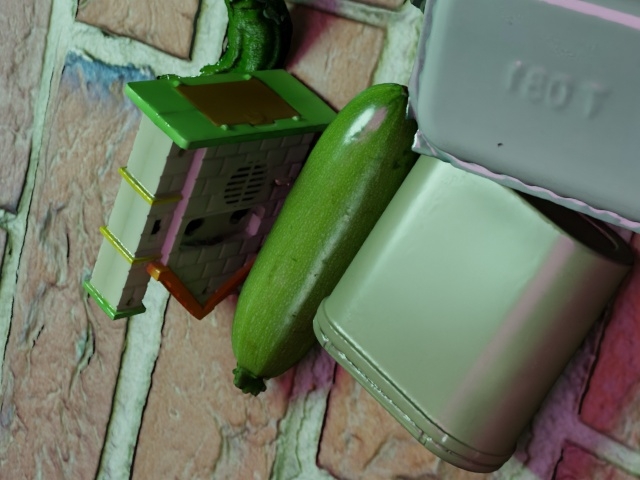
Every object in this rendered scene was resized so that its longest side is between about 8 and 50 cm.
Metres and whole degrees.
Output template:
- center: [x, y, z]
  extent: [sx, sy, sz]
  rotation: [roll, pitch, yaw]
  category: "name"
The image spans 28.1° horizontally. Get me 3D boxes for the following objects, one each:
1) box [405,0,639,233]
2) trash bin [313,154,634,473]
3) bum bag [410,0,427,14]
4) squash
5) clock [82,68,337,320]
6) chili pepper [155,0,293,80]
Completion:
- center: [0.209, -0.128, 0.997]
  extent: [0.337, 0.106, 0.264]
  rotation: [21, 119, 23]
  category: "box"
- center: [0.138, 0.052, 1.197]
  extent: [0.243, 0.121, 0.247]
  rotation: [44, 115, 29]
  category: "trash bin"
- center: [0.162, -0.302, 1.096]
  extent: [0.340, 0.095, 0.144]
  rotation: [-44, 38, 49]
  category: "bum bag"
- center: [0.000, 0.000, 1.310]
  extent: [0.107, 0.107, 0.395]
  rotation: [43, 121, 29]
  category: "squash"
- center: [-0.125, -0.041, 1.347]
  extent: [0.106, 0.220, 0.255]
  rotation: [43, 126, 30]
  category: "clock"
- center: [-0.091, -0.227, 1.363]
  extent: [0.279, 0.122, 0.065]
  rotation: [120, 149, -54]
  category: "chili pepper"
